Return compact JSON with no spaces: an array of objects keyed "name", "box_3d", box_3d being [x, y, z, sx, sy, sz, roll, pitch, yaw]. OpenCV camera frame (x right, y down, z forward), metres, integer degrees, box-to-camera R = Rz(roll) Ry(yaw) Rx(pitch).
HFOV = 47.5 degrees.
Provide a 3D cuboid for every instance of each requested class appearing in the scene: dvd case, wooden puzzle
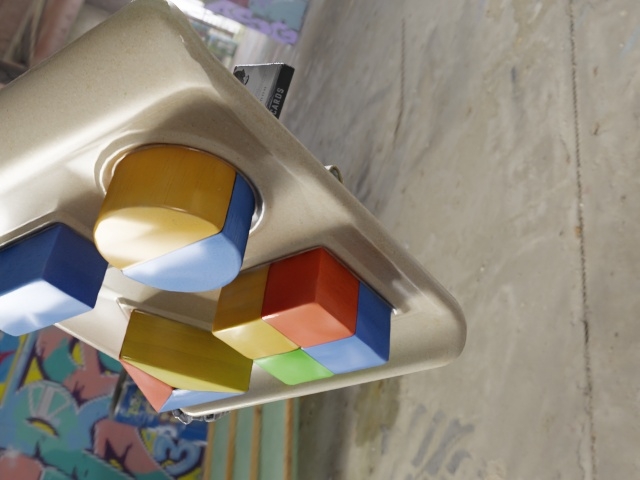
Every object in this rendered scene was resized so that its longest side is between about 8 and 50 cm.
[{"name":"dvd case","box_3d":[-0.118,-0.188,1.143,0.239,0.030,0.179,28,101,64]},{"name":"wooden puzzle","box_3d":[-0.110,0.036,0.532,0.322,0.348,0.080,-18,42,32]}]

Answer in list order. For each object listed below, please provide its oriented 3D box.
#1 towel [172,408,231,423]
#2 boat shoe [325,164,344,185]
[{"name":"towel","box_3d":[-0.153,0.166,1.284,0.235,0.121,0.283,-15,-67,-70]},{"name":"boat shoe","box_3d":[0.000,0.000,1.055,0.089,0.105,0.285,-34,44,25]}]
